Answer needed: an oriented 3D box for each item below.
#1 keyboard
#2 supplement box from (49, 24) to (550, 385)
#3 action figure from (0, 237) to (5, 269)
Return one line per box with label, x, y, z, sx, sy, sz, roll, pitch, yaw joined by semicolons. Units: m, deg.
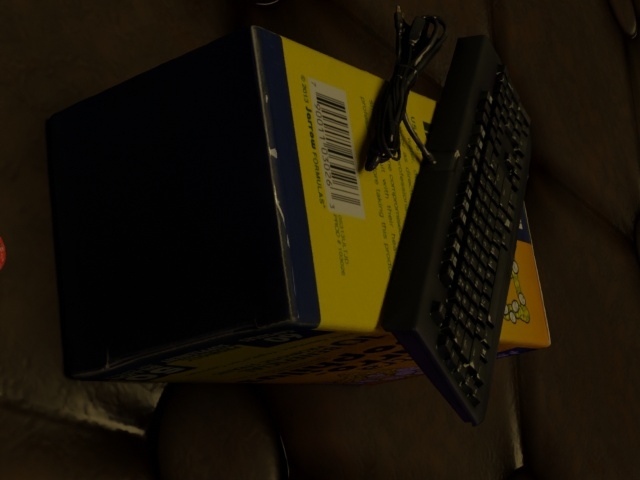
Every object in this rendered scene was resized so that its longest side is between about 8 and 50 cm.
keyboard;0.097;-0.045;0.807;0.201;0.033;0.317;50;39;-31
supplement box;0.000;0.000;0.850;0.356;0.194;0.195;10;67;-53
action figure;-0.269;-0.010;0.550;0.280;0.091;0.139;-9;99;-56
